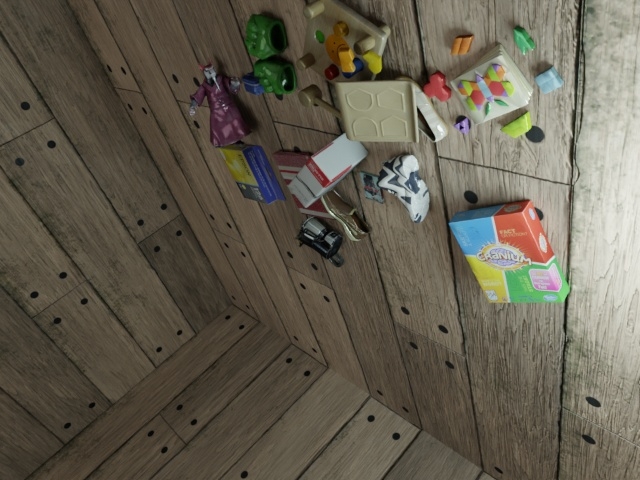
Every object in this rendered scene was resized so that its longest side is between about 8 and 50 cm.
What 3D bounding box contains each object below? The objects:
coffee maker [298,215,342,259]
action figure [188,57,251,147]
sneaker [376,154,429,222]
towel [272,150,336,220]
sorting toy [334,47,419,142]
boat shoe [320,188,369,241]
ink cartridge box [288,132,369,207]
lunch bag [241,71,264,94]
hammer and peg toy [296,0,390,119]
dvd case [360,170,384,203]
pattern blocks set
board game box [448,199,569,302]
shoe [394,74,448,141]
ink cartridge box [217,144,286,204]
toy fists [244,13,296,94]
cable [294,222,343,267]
[{"bbox_3d":[0.000,0.000,2.256,0.178,0.120,0.171,37,152,20],"label":"coffee maker"},{"bbox_3d":[-0.409,-0.586,2.104,0.275,0.248,0.369,-83,-21,-67],"label":"action figure"},{"bbox_3d":[0.263,-0.172,1.645,0.153,0.094,0.234,14,137,52],"label":"sneaker"},{"bbox_3d":[-0.061,-0.236,2.128,0.237,0.037,0.328,15,140,46],"label":"towel"},{"bbox_3d":[0.153,-0.395,1.369,0.229,0.041,0.307,8,146,21],"label":"sorting toy"},{"bbox_3d":[0.106,-0.115,1.985,0.257,0.095,0.095,50,141,-15],"label":"boat shoe"},{"bbox_3d":[0.022,-0.251,1.791,0.114,0.197,0.273,51,154,0],"label":"ink cartridge box"},{"bbox_3d":[-0.251,-0.604,1.887,0.098,0.067,0.065,30,148,37],"label":"lunch bag"},{"bbox_3d":[0.058,-0.516,1.462,0.266,0.127,0.361,40,153,14],"label":"hammer and peg toy"},{"bbox_3d":[0.190,-0.194,1.818,0.087,0.013,0.119,25,146,40],"label":"dvd case"},{"bbox_3d":[0.411,-0.373,1.219,0.285,0.026,0.325,48,154,2],"label":"pattern blocks set"},{"bbox_3d":[0.556,0.044,1.473,0.242,0.064,0.316,-10,119,50],"label":"board game box"},{"bbox_3d":[0.275,-0.369,1.397,0.219,0.058,0.076,50,154,-2],"label":"shoe"},{"bbox_3d":[-0.334,-0.319,2.401,0.307,0.072,0.303,19,141,49],"label":"ink cartridge box"},{"bbox_3d":[-0.181,-0.632,1.710,0.142,0.096,0.279,29,149,37],"label":"toy fists"},{"bbox_3d":[0.001,0.011,2.373,0.287,0.072,0.139,29,132,12],"label":"cable"}]
